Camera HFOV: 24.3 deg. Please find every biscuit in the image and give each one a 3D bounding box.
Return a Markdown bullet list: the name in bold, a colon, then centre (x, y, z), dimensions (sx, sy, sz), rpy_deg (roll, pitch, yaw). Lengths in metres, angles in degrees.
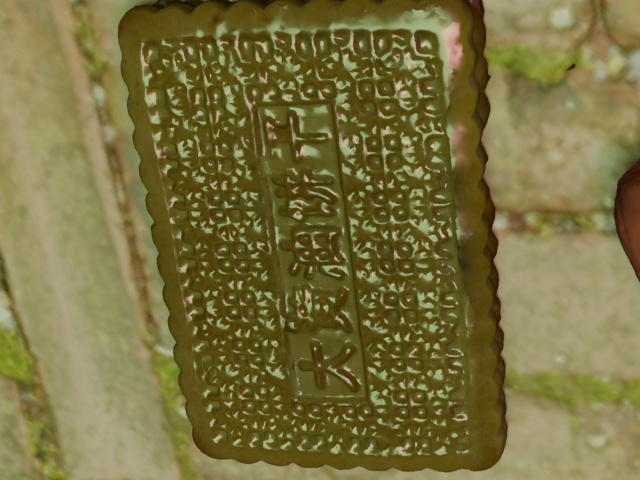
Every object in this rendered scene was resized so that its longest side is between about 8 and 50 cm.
- **biscuit**: centre (0.000, 0.000, 0.714), dimensions (0.172, 0.029, 0.254), rpy_deg (0, 114, 16)

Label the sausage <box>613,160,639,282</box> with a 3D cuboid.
- **sausage**: centre (0.182, 0.031, 0.658), dimensions (0.062, 0.062, 0.154), rpy_deg (-24, 106, 24)
